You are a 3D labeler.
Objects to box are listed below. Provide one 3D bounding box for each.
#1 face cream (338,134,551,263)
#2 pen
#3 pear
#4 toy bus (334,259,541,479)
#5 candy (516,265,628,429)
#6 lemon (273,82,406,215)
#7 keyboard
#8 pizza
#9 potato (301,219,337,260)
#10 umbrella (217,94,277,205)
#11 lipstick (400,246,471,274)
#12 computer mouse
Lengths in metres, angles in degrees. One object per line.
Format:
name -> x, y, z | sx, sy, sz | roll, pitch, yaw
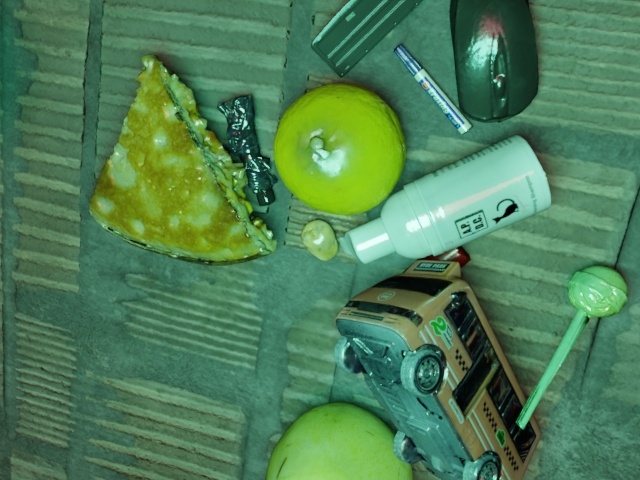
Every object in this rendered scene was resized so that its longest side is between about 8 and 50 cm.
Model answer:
face cream -> 0.205, -0.045, 0.929 | 0.369, 0.145, 0.146 | -25, 97, 11
pen -> 0.207, -0.279, 0.954 | 0.025, 0.025, 0.204 | -40, 92, 18
pear -> 0.033, 0.491, 1.041 | 0.308, 0.309, 0.310 | 3, 104, 12
toy bus -> 0.219, 0.252, 0.922 | 0.203, 0.233, 0.427 | 0, 126, 55
candy -> 0.438, 0.189, 0.920 | 0.093, 0.092, 0.336 | 37, 79, -11
lemon -> 0.030, -0.160, 0.921 | 0.240, 0.219, 0.241 | 3, 102, 16
keyboard -> 0.070, -0.378, 0.931 | 0.381, 0.041, 0.103 | -42, 125, 18
pizza -> -0.277, -0.154, 1.029 | 0.439, 0.130, 0.407 | 10, 110, 20
potato -> 0.000, 0.000, 1.053 | 0.068, 0.062, 0.083 | -23, 119, 31
umbrella -> -0.147, -0.175, 1.037 | 0.080, 0.071, 0.224 | -5, 109, 42
lipstick -> 0.171, 0.103, 1.030 | 0.073, 0.073, 0.279 | 45, 108, -1
computer mouse -> 0.297, -0.338, 0.890 | 0.137, 0.086, 0.270 | -8, 103, 15
